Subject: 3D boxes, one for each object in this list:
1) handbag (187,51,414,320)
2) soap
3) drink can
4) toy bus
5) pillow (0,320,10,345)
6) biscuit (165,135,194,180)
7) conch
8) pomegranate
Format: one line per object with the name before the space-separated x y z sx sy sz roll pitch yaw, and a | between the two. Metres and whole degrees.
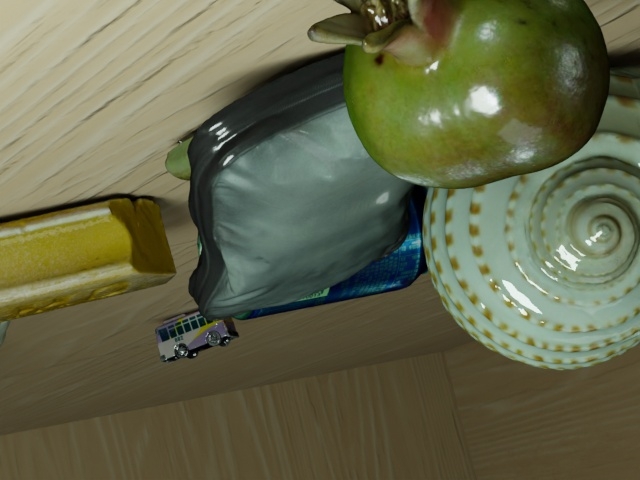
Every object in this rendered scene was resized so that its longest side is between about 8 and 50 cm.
handbag | -0.005 -0.032 1.199 0.191 0.075 0.332 -23 159 -14
soap | -0.239 0.022 1.367 0.232 0.073 0.140 -13 176 -14
drink can | 0.000 0.000 1.461 0.205 0.118 0.118 -9 170 -26
toy bus | -0.167 0.123 2.178 0.102 0.058 0.052 -21 169 12
pillow | -0.404 0.086 1.491 0.254 0.078 0.144 -9 168 -24
biscuit | 0.019 -0.074 1.283 0.099 0.038 0.322 -25 166 40
conch | 0.229 -0.037 1.293 0.303 0.215 0.319 -6 -157 3
pomegranate | 0.068 -0.107 0.909 0.152 0.131 0.191 -14 151 37
